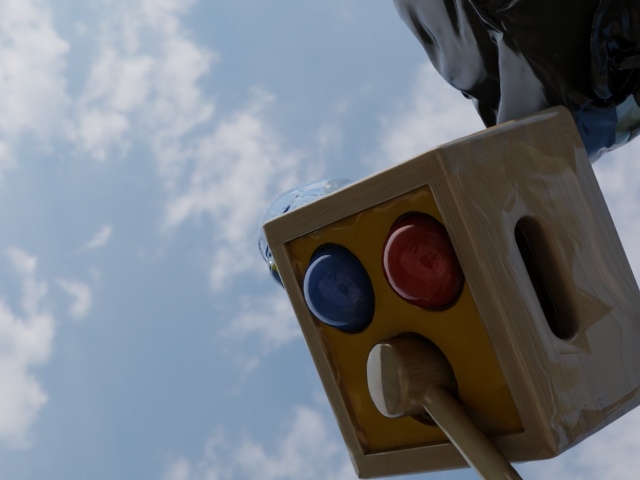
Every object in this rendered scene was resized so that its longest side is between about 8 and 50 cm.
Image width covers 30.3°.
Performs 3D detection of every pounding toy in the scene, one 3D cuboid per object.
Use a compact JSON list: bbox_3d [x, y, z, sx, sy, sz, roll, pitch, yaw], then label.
[{"bbox_3d":[0.052,0.039,0.431,0.130,0.100,0.141,-22,-91,52],"label":"pounding toy"}]

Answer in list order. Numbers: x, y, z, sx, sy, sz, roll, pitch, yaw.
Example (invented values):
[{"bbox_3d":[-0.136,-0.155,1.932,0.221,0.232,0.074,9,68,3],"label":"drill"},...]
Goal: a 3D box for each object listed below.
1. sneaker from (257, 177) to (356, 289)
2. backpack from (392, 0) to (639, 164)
[{"bbox_3d":[0.000,0.000,0.632,0.209,0.082,0.069,24,-80,62],"label":"sneaker"},{"bbox_3d":[0.132,-0.120,0.508,0.152,0.182,0.115,56,-16,15],"label":"backpack"}]
